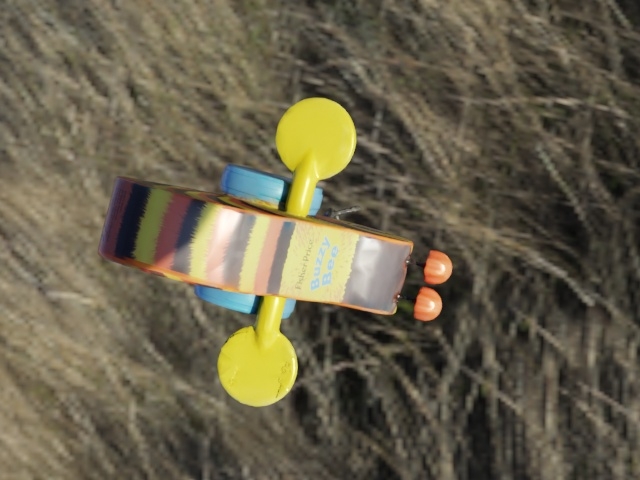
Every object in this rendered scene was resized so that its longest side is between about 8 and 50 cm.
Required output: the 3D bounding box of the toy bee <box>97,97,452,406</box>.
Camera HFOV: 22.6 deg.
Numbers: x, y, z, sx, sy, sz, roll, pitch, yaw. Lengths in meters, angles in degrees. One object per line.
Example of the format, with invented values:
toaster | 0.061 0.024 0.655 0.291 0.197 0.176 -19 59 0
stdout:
toy bee | 0.000 0.000 1.077 0.162 0.298 0.195 16 115 30
